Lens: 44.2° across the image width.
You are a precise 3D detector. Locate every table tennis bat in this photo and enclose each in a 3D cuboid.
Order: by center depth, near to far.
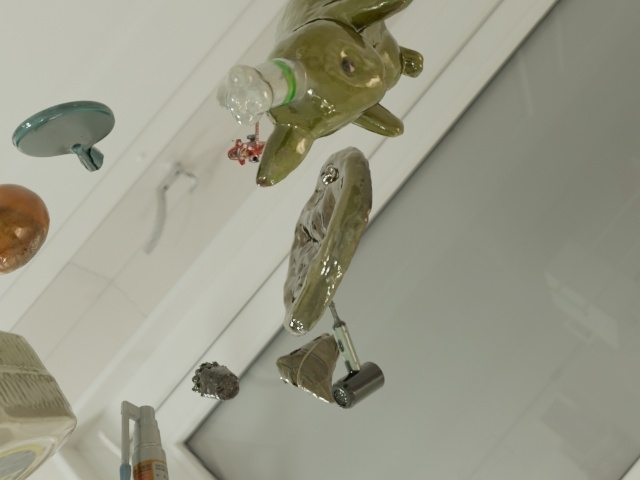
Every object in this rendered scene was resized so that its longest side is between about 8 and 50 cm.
[{"bbox_3d":[-0.314,-0.127,1.004,0.201,0.124,0.033,97,151,-80],"label":"table tennis bat"}]

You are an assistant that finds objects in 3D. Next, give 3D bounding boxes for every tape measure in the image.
[{"bbox_3d":[-0.351,0.183,0.649,0.133,0.271,0.231,50,177,13],"label":"tape measure"}]

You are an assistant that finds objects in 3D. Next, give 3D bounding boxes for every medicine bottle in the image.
[{"bbox_3d":[-0.307,0.379,1.360,0.092,0.061,0.220,38,-158,-40],"label":"medicine bottle"}]

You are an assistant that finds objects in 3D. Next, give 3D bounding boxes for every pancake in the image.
[{"bbox_3d":[0.000,0.000,1.159,0.050,0.294,0.294,18,-175,-14],"label":"pancake"}]

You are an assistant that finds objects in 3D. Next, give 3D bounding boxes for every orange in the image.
[{"bbox_3d":[-0.736,-0.022,1.801,0.240,0.240,0.171,40,151,43],"label":"orange"}]

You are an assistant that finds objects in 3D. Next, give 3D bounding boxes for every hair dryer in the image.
[{"bbox_3d":[0.044,0.203,1.457,0.057,0.100,0.197,-20,91,45],"label":"hair dryer"}]

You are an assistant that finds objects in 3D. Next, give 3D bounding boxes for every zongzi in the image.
[{"bbox_3d":[0.027,0.265,1.667,0.178,0.189,0.081,23,129,43],"label":"zongzi"}]

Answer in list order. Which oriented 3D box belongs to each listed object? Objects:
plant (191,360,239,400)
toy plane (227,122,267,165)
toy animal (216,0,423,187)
[{"bbox_3d":[-0.265,0.354,1.973,0.095,0.091,0.143,-12,-170,-33],"label":"plant"},{"bbox_3d":[-0.125,-0.226,1.815,0.077,0.194,0.126,18,142,57],"label":"toy plane"},{"bbox_3d":[0.018,-0.187,0.880,0.363,0.181,0.181,-76,-18,-51],"label":"toy animal"}]
